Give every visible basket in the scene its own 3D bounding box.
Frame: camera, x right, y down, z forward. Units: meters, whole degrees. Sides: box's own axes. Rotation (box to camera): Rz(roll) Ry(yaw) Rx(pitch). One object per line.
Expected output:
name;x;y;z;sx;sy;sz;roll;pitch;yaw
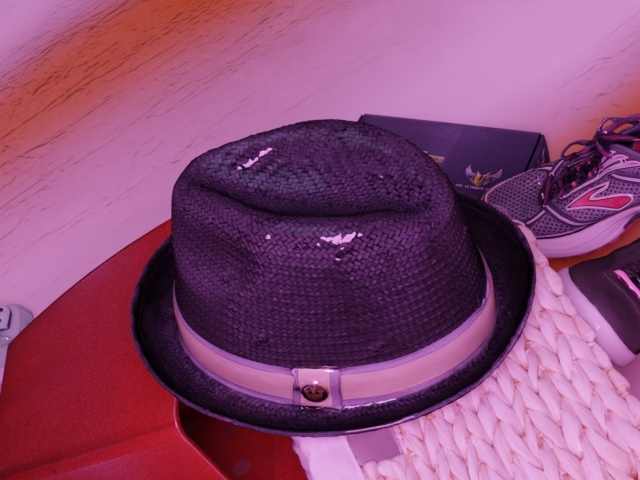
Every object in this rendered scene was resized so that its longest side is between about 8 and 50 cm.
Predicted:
basket;0.128;0.214;1.325;0.266;0.331;0.328;-22;44;-4

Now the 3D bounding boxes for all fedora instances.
fedora;0.000;0.000;1.237;0.334;0.152;0.334;-6;41;6

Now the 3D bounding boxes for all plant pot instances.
plant pot;-0.169;0.179;1.530;0.235;0.267;0.267;-21;43;18

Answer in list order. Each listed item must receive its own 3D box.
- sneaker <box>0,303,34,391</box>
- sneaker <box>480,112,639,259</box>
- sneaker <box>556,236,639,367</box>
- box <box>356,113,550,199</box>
sneaker;-0.320;0.123;1.734;0.256;0.094;0.151;-1;45;17
sneaker;0.292;-0.071;1.581;0.299;0.112;0.121;-17;45;30
sneaker;0.308;0.028;1.429;0.147;0.296;0.104;-39;80;19
box;0.121;-0.052;1.762;0.232;0.059;0.183;10;52;26
